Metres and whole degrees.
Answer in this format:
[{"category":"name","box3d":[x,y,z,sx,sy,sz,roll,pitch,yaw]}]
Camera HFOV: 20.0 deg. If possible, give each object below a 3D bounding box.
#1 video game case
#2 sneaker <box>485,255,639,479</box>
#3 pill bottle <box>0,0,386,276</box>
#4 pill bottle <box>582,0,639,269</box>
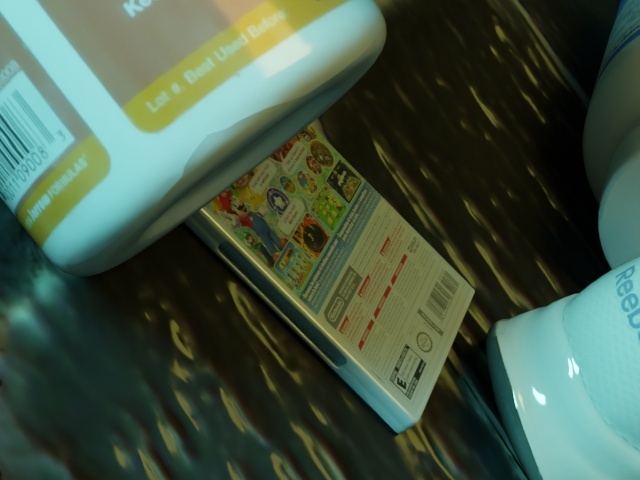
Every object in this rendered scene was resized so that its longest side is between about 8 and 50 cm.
[{"category":"video game case","box3d":[0.000,0.000,0.633,0.122,0.011,0.087,45,34,-10]},{"category":"sneaker","box3d":[0.200,0.068,0.702,0.297,0.129,0.111,16,46,-43]},{"category":"pill bottle","box3d":[-0.089,-0.107,0.526,0.216,0.121,0.121,53,33,1]},{"category":"pill bottle","box3d":[0.184,-0.060,0.808,0.124,0.124,0.221,43,34,-13]}]
